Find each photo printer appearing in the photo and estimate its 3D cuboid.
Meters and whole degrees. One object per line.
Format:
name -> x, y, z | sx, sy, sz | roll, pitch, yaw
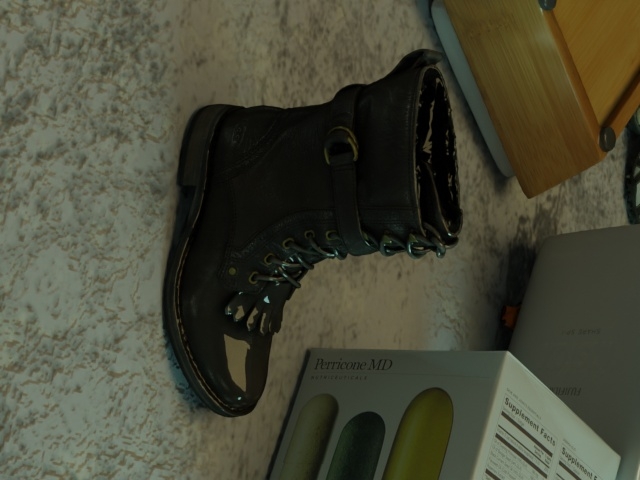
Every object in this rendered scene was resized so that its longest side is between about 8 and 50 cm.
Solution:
photo printer -> 0.260, 0.140, 1.558 | 0.107, 0.256, 0.308 | 26, 74, -26

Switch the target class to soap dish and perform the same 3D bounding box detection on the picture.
soap dish -> 0.240, -0.217, 1.662 | 0.291, 0.118, 0.229 | -52, 127, -38

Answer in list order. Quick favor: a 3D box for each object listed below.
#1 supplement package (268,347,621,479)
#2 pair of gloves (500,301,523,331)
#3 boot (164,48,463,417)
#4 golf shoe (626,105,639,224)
supplement package -> 0.081, 0.245, 1.379 | 0.198, 0.199, 0.263 | 42, 58, -42
pair of gloves -> 0.193, 0.101, 1.676 | 0.074, 0.010, 0.083 | 10, 83, -49
boot -> 0.000, 0.000, 1.263 | 0.091, 0.229, 0.263 | 2, 87, -51
golf shoe -> 0.378, -0.083, 1.851 | 0.077, 0.093, 0.198 | -14, 101, -52
